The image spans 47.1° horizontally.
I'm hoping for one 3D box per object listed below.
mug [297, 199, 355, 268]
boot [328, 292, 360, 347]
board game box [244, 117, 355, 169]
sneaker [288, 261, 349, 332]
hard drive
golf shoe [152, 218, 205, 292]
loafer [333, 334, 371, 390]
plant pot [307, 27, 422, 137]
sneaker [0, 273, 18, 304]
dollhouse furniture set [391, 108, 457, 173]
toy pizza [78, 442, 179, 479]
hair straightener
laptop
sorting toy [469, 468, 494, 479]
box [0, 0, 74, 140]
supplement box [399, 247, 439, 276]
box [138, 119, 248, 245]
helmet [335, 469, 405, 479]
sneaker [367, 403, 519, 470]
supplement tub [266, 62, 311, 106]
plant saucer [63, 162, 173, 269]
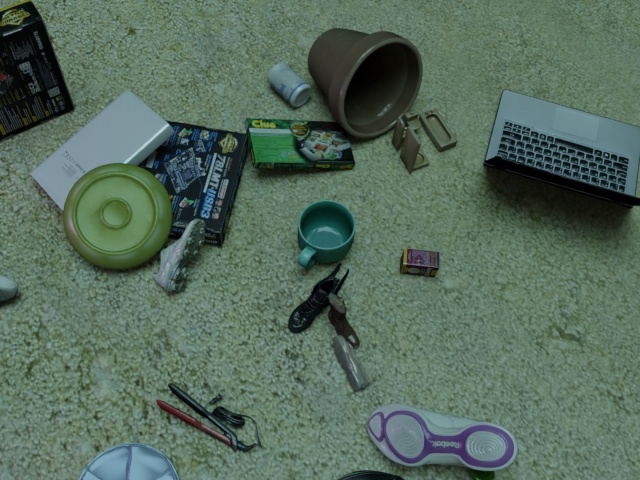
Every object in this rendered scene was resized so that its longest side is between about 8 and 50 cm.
[{"bbox_3d":[0.000,-0.009,1.678,0.157,0.097,0.129,-21,65,-14],"label":"mug"},{"bbox_3d":[0.050,0.171,1.571,0.037,0.114,0.106,-34,68,-20],"label":"boot"},{"bbox_3d":[-0.050,-0.237,1.805,0.259,0.030,0.136,-1,62,-22],"label":"board game box"},{"bbox_3d":[-0.006,0.125,1.607,0.170,0.089,0.051,-40,70,-23],"label":"sneaker"},{"bbox_3d":[-0.514,-0.205,1.722,0.307,0.040,0.203,-44,55,-10],"label":"hard drive"},{"bbox_3d":[-0.320,0.024,1.628,0.086,0.069,0.176,25,91,24],"label":"golf shoe"},{"bbox_3d":[0.067,0.259,1.569,0.039,0.045,0.125,-13,68,-30],"label":"loafer"},{"bbox_3d":[0.089,-0.423,1.856,0.263,0.263,0.229,-31,48,-19],"label":"plant pot"},{"bbox_3d":[-0.786,0.049,1.593,0.297,0.111,0.129,19,56,6],"label":"sneaker"},{"bbox_3d":[0.265,-0.280,1.831,0.151,0.123,0.144,-21,64,-15],"label":"dollhouse furniture set"},{"bbox_3d":[-0.370,0.492,1.412,0.201,0.032,0.201,2,61,-4],"label":"toy pizza"},{"bbox_3d":[-0.215,0.350,1.492,0.230,0.047,0.089,26,63,10],"label":"hair straightener"},{"bbox_3d":[0.615,-0.235,1.766,0.382,0.236,0.408,18,61,5],"label":"laptop"},{"bbox_3d":[0.325,0.492,1.458,0.061,0.042,0.102,-9,49,-26],"label":"sorting toy"},{"bbox_3d":[-0.737,-0.377,1.707,0.257,0.322,0.079,-27,67,-17],"label":"box"},{"bbox_3d":[0.227,0.052,1.684,0.083,0.055,0.043,6,62,0],"label":"supplement box"},{"bbox_3d":[-0.343,-0.148,1.748,0.293,0.073,0.296,9,61,1],"label":"box"},{"bbox_3d":[0.080,0.509,1.368,0.161,0.169,0.169,0,59,-23],"label":"helmet"},{"bbox_3d":[0.244,0.403,1.467,0.305,0.152,0.114,6,77,24],"label":"sneaker"},{"bbox_3d":[-0.081,-0.404,1.909,0.071,0.071,0.107,-38,69,-21],"label":"supplement tub"},{"bbox_3d":[-0.450,-0.057,1.621,0.241,0.037,0.241,1,83,-5],"label":"plant saucer"}]
